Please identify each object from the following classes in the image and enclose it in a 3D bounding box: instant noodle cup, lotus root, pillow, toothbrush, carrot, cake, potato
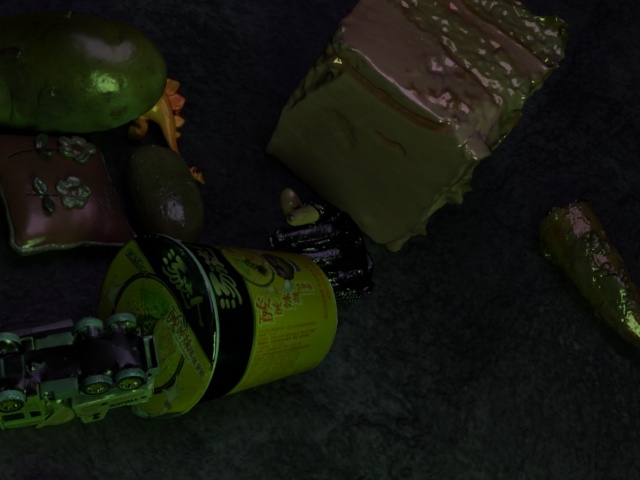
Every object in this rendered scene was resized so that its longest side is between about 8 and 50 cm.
[{"bbox_3d":[-0.111,0.095,1.702,0.236,0.215,0.215,-2,53,-45],"label":"instant noodle cup"},{"bbox_3d":[-0.194,-0.046,1.850,0.090,0.077,0.183,4,50,-29],"label":"lotus root"},{"bbox_3d":[-0.321,-0.063,1.786,0.171,0.075,0.179,-3,56,-35],"label":"pillow"},{"bbox_3d":[-0.367,0.114,1.645,0.194,0.014,0.017,-13,61,-39],"label":"toothbrush"},{"bbox_3d":[0.421,0.062,2.139,0.102,0.102,0.263,-15,65,-40],"label":"carrot"},{"bbox_3d":[0.126,-0.201,2.032,0.293,0.314,0.307,36,52,4],"label":"cake"},{"bbox_3d":[-0.332,-0.229,1.829,0.271,0.111,0.160,5,57,4],"label":"potato"}]

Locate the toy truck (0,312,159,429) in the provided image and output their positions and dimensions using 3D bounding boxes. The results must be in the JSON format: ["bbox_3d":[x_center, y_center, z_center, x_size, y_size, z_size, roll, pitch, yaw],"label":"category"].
[{"bbox_3d":[-0.271,0.151,1.586,0.191,0.116,0.085,-10,57,-9],"label":"toy truck"}]

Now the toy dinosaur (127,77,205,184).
[{"bbox_3d":[-0.244,-0.196,1.963,0.288,0.070,0.117,40,42,-3],"label":"toy dinosaur"}]

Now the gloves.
[{"bbox_3d":[0.003,0.002,1.861,0.106,0.181,0.129,-4,70,12],"label":"gloves"}]
